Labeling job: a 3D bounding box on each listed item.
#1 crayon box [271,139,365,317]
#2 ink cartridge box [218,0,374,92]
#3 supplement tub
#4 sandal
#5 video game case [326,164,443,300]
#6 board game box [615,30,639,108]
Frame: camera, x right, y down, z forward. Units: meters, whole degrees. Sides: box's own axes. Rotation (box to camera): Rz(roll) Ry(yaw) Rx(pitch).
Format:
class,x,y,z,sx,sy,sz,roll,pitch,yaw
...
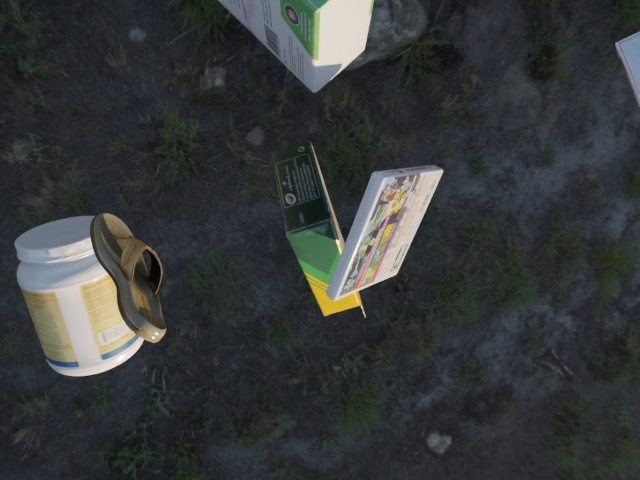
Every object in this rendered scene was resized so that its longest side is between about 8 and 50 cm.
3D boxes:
class,x,y,z,sx,sy,sz,roll,pitch,yaw
crayon box,0.000,0.000,0.982,0.083,0.203,0.323,-17,140,4
ink cartridge box,-0.063,-0.374,0.703,0.117,0.201,0.278,-44,83,-9
supplement tub,-0.349,0.078,0.748,0.144,0.144,0.200,-12,114,-15
sandal,-0.211,0.034,0.590,0.049,0.180,0.072,-38,149,8
video game case,0.099,-0.015,0.770,0.183,0.023,0.202,-15,133,-51
board game box,0.563,-0.156,0.577,0.065,0.317,0.319,-14,84,-58
